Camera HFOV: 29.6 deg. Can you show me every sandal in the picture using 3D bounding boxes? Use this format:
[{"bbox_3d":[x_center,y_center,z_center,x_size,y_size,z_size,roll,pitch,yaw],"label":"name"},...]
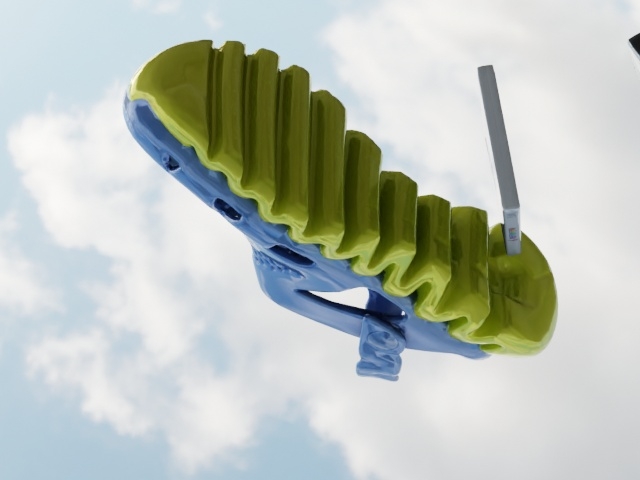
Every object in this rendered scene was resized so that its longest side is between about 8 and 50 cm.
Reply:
[{"bbox_3d":[0.000,0.000,0.772,0.317,0.138,0.126,37,-138,-21],"label":"sandal"}]

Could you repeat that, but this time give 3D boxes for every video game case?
[{"bbox_3d":[0.109,-0.045,0.733,0.011,0.122,0.087,-10,-104,8],"label":"video game case"}]

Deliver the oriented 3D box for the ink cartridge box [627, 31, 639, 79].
[{"bbox_3d":[0.299,-0.088,0.640,0.045,0.206,0.208,43,-161,-50],"label":"ink cartridge box"}]
